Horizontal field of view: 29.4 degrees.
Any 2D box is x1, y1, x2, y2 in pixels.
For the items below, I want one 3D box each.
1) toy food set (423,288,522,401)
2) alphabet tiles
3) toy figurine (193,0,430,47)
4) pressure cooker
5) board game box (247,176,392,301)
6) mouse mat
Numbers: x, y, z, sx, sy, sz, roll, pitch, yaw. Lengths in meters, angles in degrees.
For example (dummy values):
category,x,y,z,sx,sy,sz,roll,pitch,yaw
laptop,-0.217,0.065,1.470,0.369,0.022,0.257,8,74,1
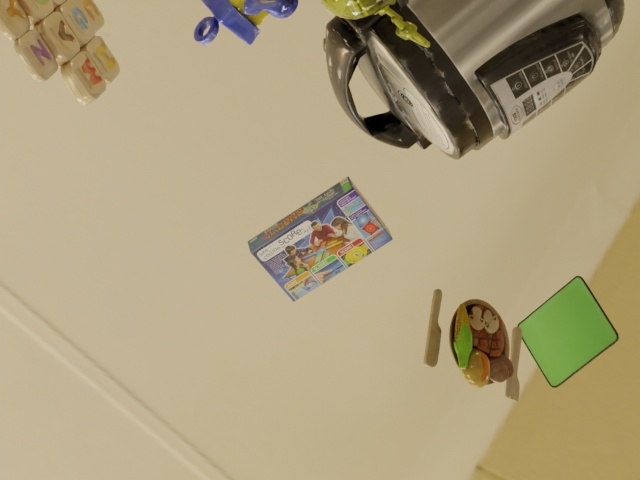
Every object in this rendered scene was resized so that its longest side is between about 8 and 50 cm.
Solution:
category,x,y,z,sx,sy,sz,roll,pitch,yaw
toy food set,0.232,0.147,1.723,0.192,0.038,0.132,24,-116,-35
alphabet tiles,-0.341,-0.303,1.478,0.284,0.021,0.278,58,-162,-17
toy figurine,-0.057,-0.302,1.552,0.217,0.362,0.191,-41,-41,4
pressure cooker,0.199,-0.330,1.859,0.420,0.375,0.370,-39,-74,-1
board game box,0.000,0.000,2.010,0.201,0.035,0.136,-32,-54,9
mouse mat,0.478,0.179,2.368,0.007,0.153,0.190,-1,-35,-45
